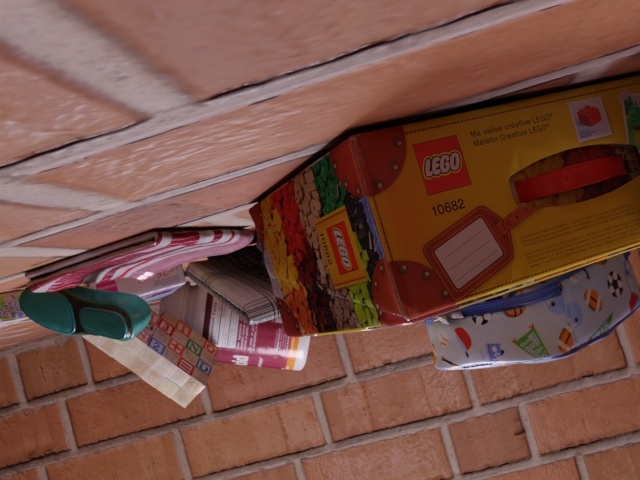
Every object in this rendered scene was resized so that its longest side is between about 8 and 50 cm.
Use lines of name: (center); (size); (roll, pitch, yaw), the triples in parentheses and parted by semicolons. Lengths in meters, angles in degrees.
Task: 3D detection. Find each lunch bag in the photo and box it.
lunch bag: (0.298, 0.098, 1.109); (0.303, 0.115, 0.243); (-15, 180, -38)

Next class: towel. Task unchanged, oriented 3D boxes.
towel: (-0.270, 0.028, 1.214); (0.237, 0.037, 0.329); (-18, 176, 17)
towel: (-0.087, 0.060, 1.579); (0.312, 0.056, 0.324); (-17, -157, -29)

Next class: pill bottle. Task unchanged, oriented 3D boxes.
pill bottle: (-0.228, 0.218, 2.046); (0.392, 0.224, 0.224); (7, 174, -6)

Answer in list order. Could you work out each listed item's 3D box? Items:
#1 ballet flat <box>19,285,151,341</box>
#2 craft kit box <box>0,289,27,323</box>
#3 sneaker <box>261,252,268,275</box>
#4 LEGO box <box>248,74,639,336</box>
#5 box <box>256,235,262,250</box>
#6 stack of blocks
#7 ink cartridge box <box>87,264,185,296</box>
ballet flat: (-0.377, 0.113, 1.253); (0.247, 0.083, 0.087); (8, -163, 27)
craft kit box: (-0.657, 0.150, 1.264); (0.247, 0.061, 0.250); (-21, 174, 32)
sneaker: (0.000, 0.000, 1.510); (0.180, 0.124, 0.321); (-6, -179, 35)
LEGO box: (0.209, -0.041, 0.979); (0.500, 0.193, 0.372); (-15, 177, -23)
box: (0.035, 0.020, 1.236); (0.183, 0.059, 0.233); (-14, -146, -35)
stack of blocks: (-0.401, 0.246, 1.847); (0.087, 0.297, 0.171); (-47, -167, 21)
ink cartridge box: (-0.404, 0.106, 1.651); (0.186, 0.065, 0.311); (-14, 178, -20)
